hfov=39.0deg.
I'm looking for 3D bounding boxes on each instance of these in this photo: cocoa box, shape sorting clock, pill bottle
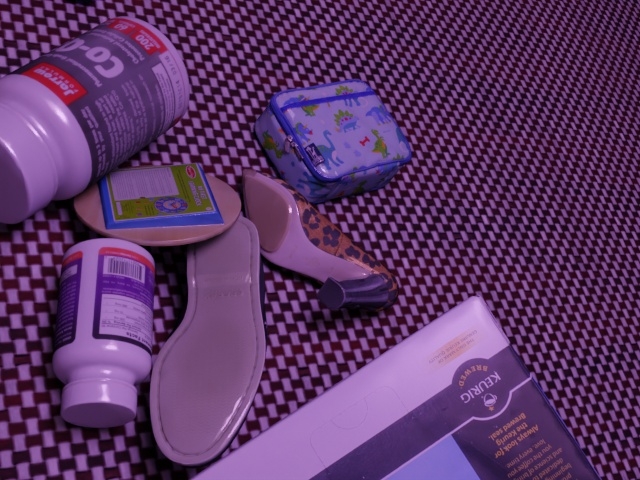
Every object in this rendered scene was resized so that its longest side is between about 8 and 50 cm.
[{"bbox_3d":[0.065,0.255,0.942,0.347,0.231,0.228,-32,81,-10],"label":"cocoa box"},{"bbox_3d":[-0.202,-0.045,1.131,0.206,0.040,0.206,2,30,-1],"label":"shape sorting clock"},{"bbox_3d":[-0.242,0.105,1.013,0.108,0.108,0.193,14,55,-26],"label":"pill bottle"},{"bbox_3d":[-0.304,-0.150,1.103,0.161,0.161,0.283,44,46,-1],"label":"pill bottle"}]

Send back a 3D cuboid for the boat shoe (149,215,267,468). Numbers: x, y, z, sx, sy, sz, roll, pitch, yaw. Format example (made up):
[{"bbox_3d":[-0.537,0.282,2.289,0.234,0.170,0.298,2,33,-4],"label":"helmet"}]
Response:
[{"bbox_3d":[-0.124,0.129,1.077,0.127,0.113,0.340,-4,49,1],"label":"boat shoe"}]

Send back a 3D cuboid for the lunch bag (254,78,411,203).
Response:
[{"bbox_3d":[0.019,-0.156,1.374,0.219,0.090,0.176,-15,67,-40],"label":"lunch bag"}]

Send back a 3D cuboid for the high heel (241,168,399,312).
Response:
[{"bbox_3d":[0.000,0.000,1.285,0.261,0.093,0.186,52,23,23],"label":"high heel"}]

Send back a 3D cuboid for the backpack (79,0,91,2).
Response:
[{"bbox_3d":[-0.352,-0.409,1.285,0.120,0.098,0.101,28,49,-13],"label":"backpack"}]
